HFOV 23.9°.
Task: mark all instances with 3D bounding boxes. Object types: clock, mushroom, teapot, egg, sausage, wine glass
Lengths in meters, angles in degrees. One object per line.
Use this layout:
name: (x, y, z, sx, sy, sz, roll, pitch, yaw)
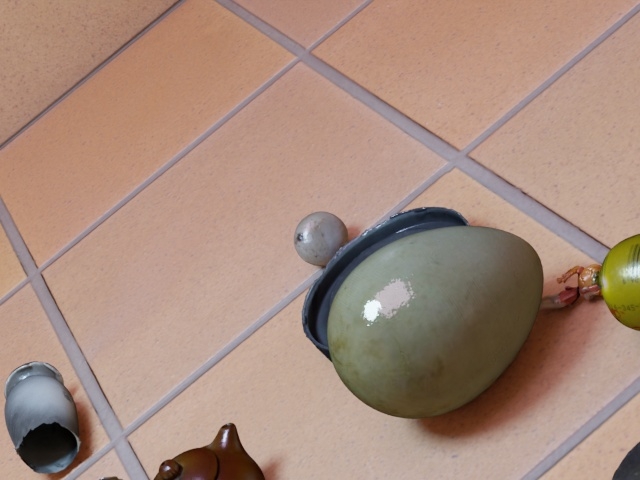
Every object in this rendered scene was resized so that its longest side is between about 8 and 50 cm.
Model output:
clock: (0.103, 0.066, 2.113, 0.280, 0.055, 0.281, -27, 30, 18)
mushroom: (0.000, 0.000, 2.314, 0.085, 0.085, 0.079, -45, -4, -13)
teapot: (-0.175, 0.345, 1.940, 0.178, 0.135, 0.252, 2, 47, 54)
egg: (0.148, 0.093, 1.867, 0.295, 0.218, 0.218, -29, 27, -14)
sausage: (0.462, 0.037, 1.696, 0.347, 0.123, 0.123, -9, 40, 40)
wine glass: (-0.432, 0.273, 2.341, 0.111, 0.111, 0.204, -36, 29, 2)

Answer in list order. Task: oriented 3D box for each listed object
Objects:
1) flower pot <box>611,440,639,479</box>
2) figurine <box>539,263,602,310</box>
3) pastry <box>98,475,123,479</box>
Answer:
flower pot: (0.372, 0.274, 1.419, 0.269, 0.166, 0.269, -27, 29, 16)
figurine: (0.312, 0.063, 1.905, 0.109, 0.047, 0.064, -27, 7, 29)
pastry: (-0.220, 0.420, 1.769, 0.170, 0.237, 0.256, -41, 53, 11)
